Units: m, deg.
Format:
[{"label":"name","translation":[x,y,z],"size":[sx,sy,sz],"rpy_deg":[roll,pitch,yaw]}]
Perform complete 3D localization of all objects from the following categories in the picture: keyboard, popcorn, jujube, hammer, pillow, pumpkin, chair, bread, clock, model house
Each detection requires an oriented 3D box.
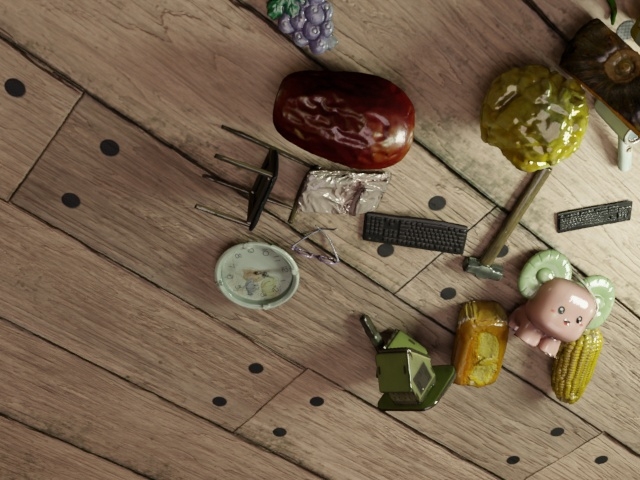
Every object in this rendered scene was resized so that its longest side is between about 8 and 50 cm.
[{"label":"keyboard","translation":[0.303,-0.014,1.853],"size":[0.380,0.041,0.104],"rpy_deg":[4,126,3]},{"label":"popcorn","translation":[0.488,-0.286,1.587],"size":[0.249,0.225,0.249],"rpy_deg":[9,123,13]},{"label":"keyboard","translation":[0.735,-0.061,1.867],"size":[0.196,0.015,0.074],"rpy_deg":[-10,126,7]},{"label":"jujube","translation":[0.056,-0.277,1.572],"size":[0.317,0.223,0.223],"rpy_deg":[14,125,2]},{"label":"hammer","translation":[0.511,-0.043,1.861],"size":[0.111,0.043,0.366],"rpy_deg":[17,123,-12]},{"label":"pillow","translation":[0.061,-0.115,1.747],"size":[0.248,0.049,0.135],"rpy_deg":[0,136,-27]},{"label":"pumpkin","translation":[0.668,-0.333,1.501],"size":[0.221,0.317,0.139],"rpy_deg":[14,122,-50]},{"label":"chair","translation":[-0.146,-0.136,1.699],"size":[0.272,0.166,0.188],"rpy_deg":[18,124,-14]},{"label":"bread","translation":[0.469,0.312,2.074],"size":[0.152,0.119,0.288],"rpy_deg":[3,126,1]},{"label":"clock","translation":[-0.176,0.089,1.934],"size":[0.236,0.053,0.237],"rpy_deg":[0,124,-1]},{"label":"model house","translation":[0.230,0.333,2.029],"size":[0.218,0.205,0.279],"rpy_deg":[-12,113,42]}]

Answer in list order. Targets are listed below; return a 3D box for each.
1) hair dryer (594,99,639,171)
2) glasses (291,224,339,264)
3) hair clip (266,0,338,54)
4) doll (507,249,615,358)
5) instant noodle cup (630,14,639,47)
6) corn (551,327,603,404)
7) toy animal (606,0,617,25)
[{"label":"hair dryer","translation":[0.734,-0.250,1.687],"size":[0.073,0.131,0.236],"rpy_deg":[-31,142,7]},{"label":"glasses","translation":[0.000,0.000,1.890],"size":[0.139,0.062,0.104],"rpy_deg":[16,102,-13]},{"label":"hair clip","translation":[-0.036,-0.496,1.521],"size":[0.195,0.052,0.124],"rpy_deg":[39,107,-16]},{"label":"doll","translation":[0.659,0.178,1.957],"size":[0.284,0.216,0.269],"rpy_deg":[29,100,-8]},{"label":"instant noodle cup","translation":[0.791,-0.468,1.441],"size":[0.264,0.264,0.200],"rpy_deg":[16,134,-13]},{"label":"corn","translation":[0.770,0.363,2.110],"size":[0.130,0.130,0.347],"rpy_deg":[-3,127,1]},{"label":"toy animal","translation":[0.619,-0.564,1.483],"size":[0.075,0.041,0.217],"rpy_deg":[-28,126,20]}]
